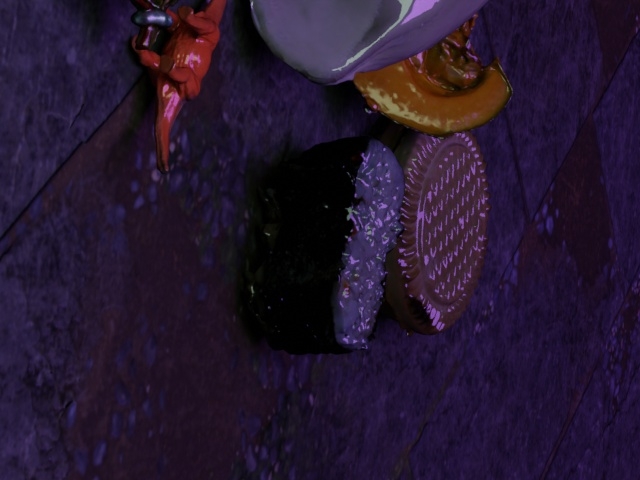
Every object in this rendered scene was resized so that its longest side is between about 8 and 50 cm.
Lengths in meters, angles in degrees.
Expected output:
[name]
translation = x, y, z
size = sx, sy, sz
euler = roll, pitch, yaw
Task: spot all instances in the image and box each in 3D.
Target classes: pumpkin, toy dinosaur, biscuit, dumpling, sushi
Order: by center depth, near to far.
[toy dinosaur]
translation = -0.114, -0.178, 1.658
size = 0.101, 0.055, 0.279
euler = 62, 39, -61
[sushi]
translation = 0.000, 0.000, 1.839
size = 0.147, 0.115, 0.212
euler = 45, 54, -60
[dumpling]
translation = 0.057, -0.307, 1.842
size = 0.260, 0.341, 0.181
euler = 54, -7, -4
[pumpkin]
translation = 0.074, -0.230, 1.981
size = 0.163, 0.111, 0.278
euler = -15, 89, -20
[biscuit]
translation = 0.114, -0.021, 2.091
size = 0.259, 0.079, 0.259
euler = -20, 113, -61

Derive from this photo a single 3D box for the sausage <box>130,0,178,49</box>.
[sausage]
translation = -0.134, -0.308, 1.530
size = 0.125, 0.117, 0.317
euler = -69, 161, -76
